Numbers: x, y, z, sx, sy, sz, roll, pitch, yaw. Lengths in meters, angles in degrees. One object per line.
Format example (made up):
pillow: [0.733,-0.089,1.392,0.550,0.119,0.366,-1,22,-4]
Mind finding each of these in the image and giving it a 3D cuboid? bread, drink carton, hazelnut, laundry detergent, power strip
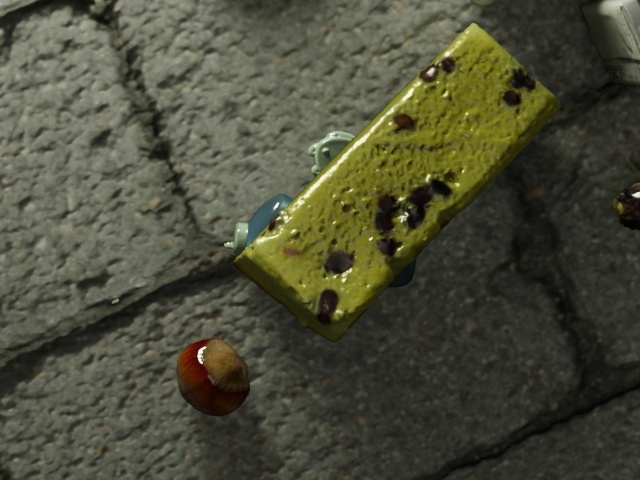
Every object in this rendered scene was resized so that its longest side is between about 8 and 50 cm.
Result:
bread: [0.084,-0.060,1.489,0.138,0.077,0.361,44,76,-1]
drink carton: [0.410,-0.256,1.520,0.222,0.134,0.102,-27,99,-3]
hazelnut: [-0.117,0.149,1.548,0.086,0.086,0.086,-1,99,-7]
laundry detergent: [0.000,0.000,1.544,0.206,0.061,0.096,2,102,-7]
power strip: [0.030,-0.092,1.547,0.083,0.035,0.055,-11,100,-3]

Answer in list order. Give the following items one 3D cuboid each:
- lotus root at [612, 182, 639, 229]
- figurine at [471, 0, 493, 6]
lotus root: [0.474,-0.050,1.559,0.314,0.141,0.169,0,96,2]
figurine: [0.234,-0.308,1.506,0.154,0.132,0.132,1,99,-21]
